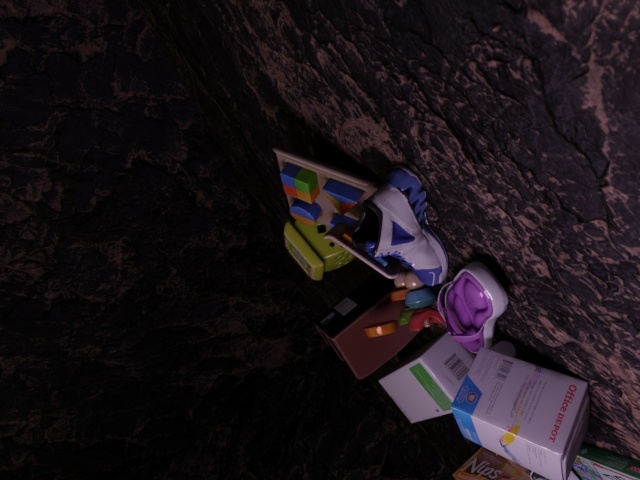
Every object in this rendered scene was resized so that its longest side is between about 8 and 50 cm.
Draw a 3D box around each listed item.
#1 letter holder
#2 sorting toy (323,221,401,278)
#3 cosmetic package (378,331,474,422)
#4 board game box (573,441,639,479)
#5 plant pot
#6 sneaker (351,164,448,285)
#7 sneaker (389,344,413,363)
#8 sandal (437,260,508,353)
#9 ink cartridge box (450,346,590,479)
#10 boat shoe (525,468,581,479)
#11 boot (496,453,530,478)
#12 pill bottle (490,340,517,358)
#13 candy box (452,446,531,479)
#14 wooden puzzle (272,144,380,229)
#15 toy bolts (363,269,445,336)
[{"bbox_3d":[0.170,0.279,1.570,0.214,0.302,0.152,59,166,-24],"label":"letter holder"},{"bbox_3d":[0.119,0.015,1.230,0.208,0.038,0.193,31,-163,5],"label":"sorting toy"},{"bbox_3d":[0.359,0.458,1.547,0.197,0.155,0.365,50,151,14],"label":"cosmetic package"},{"bbox_3d":[0.702,0.567,1.037,0.213,0.046,0.317,53,167,4],"label":"board game box"},{"bbox_3d":[0.000,0.000,1.657,0.228,0.207,0.227,49,166,14],"label":"plant pot"},{"bbox_3d":[0.171,-0.003,1.111,0.127,0.182,0.316,37,159,55],"label":"sneaker"},{"bbox_3d":[0.370,0.493,1.910,0.286,0.109,0.130,46,162,-9],"label":"sneaker"},{"bbox_3d":[0.335,0.172,1.127,0.169,0.102,0.416,58,172,31],"label":"sandal"},{"bbox_3d":[0.444,0.381,1.040,0.232,0.171,0.168,14,144,41],"label":"ink cartridge box"},{"bbox_3d":[0.610,0.625,1.292,0.113,0.105,0.306,47,179,-40],"label":"boat shoe"},{"bbox_3d":[0.624,0.673,1.495,0.211,0.104,0.295,55,173,-32],"label":"boot"},{"bbox_3d":[0.448,0.292,1.165,0.065,0.065,0.116,45,164,31],"label":"pill bottle"},{"bbox_3d":[0.663,0.918,1.764,0.088,0.183,0.316,56,167,-8],"label":"candy box"},{"bbox_3d":[0.017,-0.105,1.371,0.322,0.080,0.348,23,157,20],"label":"wooden puzzle"},{"bbox_3d":[0.227,0.171,1.333,0.228,0.218,0.159,150,107,-70],"label":"toy bolts"}]
